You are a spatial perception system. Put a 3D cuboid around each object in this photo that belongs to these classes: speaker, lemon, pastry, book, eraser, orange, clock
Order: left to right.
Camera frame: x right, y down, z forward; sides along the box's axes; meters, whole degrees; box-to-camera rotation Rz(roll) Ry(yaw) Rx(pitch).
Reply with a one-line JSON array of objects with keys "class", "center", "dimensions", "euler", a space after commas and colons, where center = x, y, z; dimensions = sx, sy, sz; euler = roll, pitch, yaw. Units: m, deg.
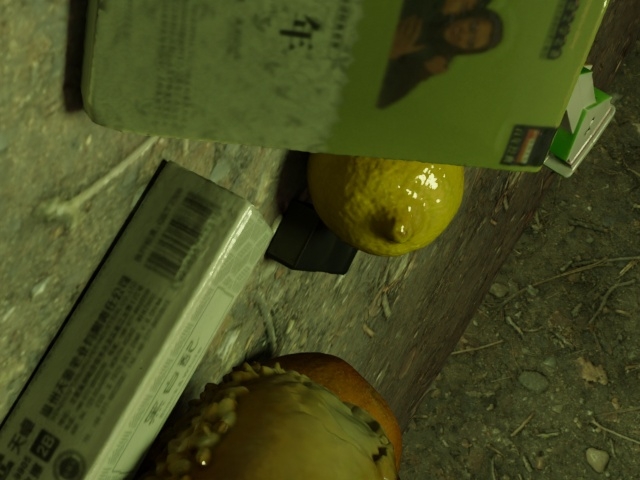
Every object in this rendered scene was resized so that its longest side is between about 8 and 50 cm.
[{"class": "eraser", "center": [-0.183, 0.133, 0.814], "dimensions": [0.404, 0.098, 0.096], "euler": [-60, 163, -6]}, {"class": "pastry", "center": [-0.080, 0.306, 0.941], "dimensions": [0.410, 0.245, 0.409], "euler": [-61, 170, -19]}, {"class": "orange", "center": [-0.026, 0.279, 1.250], "dimensions": [0.264, 0.264, 0.264], "euler": [-52, 161, -27]}, {"class": "speaker", "center": [0.000, 0.000, 1.227], "dimensions": [0.082, 0.044, 0.218], "euler": [-64, 162, 6]}, {"class": "book", "center": [0.024, -0.164, 0.634], "dimensions": [0.035, 0.352, 0.239], "euler": [-103, -158, -52]}, {"class": "lemon", "center": [0.075, -0.081, 1.091], "dimensions": [0.244, 0.186, 0.187], "euler": [-97, -160, -55]}, {"class": "clock", "center": [0.287, -0.237, 1.376], "dimensions": [0.166, 0.235, 0.309], "euler": [-55, 158, 0]}]

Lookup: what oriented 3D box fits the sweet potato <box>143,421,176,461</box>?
[{"class": "sweet potato", "center": [-0.208, 0.273, 1.056], "dimensions": [0.179, 0.044, 0.044], "euler": [-50, 159, -34]}]
